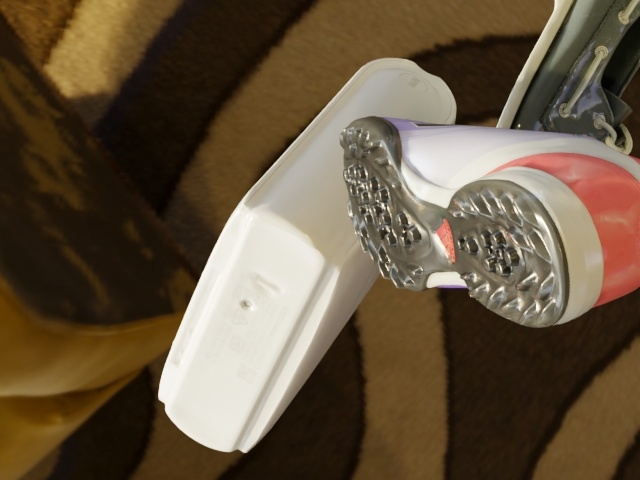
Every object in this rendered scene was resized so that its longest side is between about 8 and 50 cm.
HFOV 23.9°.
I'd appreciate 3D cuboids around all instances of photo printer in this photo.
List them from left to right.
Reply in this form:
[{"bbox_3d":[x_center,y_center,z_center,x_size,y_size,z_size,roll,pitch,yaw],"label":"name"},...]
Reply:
[{"bbox_3d":[0.000,0.000,1.261,0.107,0.307,0.256,31,129,6],"label":"photo printer"}]

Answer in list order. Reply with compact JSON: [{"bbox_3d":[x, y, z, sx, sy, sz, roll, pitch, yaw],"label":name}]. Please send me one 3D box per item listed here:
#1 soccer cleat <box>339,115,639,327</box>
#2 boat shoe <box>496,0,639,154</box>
[{"bbox_3d":[0.109,-0.024,0.927,0.116,0.318,0.108,-16,105,-19],"label":"soccer cleat"},{"bbox_3d":[0.213,-0.112,1.234,0.099,0.116,0.319,22,86,16],"label":"boat shoe"}]
